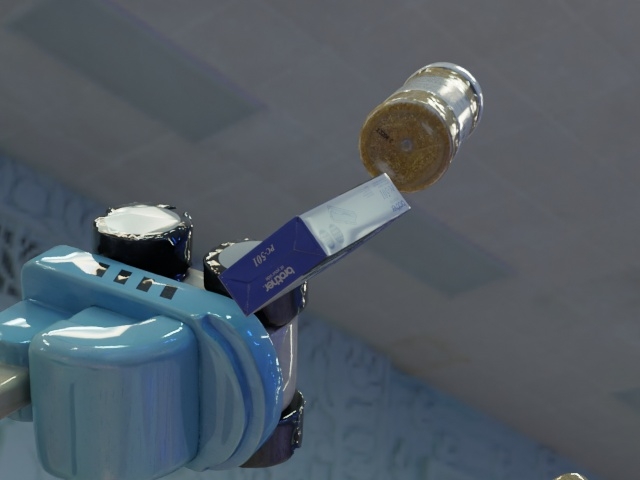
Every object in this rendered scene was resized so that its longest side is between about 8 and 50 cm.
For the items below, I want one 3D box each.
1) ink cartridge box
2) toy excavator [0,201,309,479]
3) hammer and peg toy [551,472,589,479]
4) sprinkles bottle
[{"bbox_3d":[0.000,0.000,1.176,0.097,0.046,0.207,-37,-3,26],"label":"ink cartridge box"},{"bbox_3d":[-0.277,0.133,1.288,0.433,0.445,0.222,16,-63,25],"label":"toy excavator"},{"bbox_3d":[0.136,0.249,0.725,0.361,0.127,0.266,-20,-57,-15],"label":"hammer and peg toy"},{"bbox_3d":[0.141,-0.158,1.773,0.121,0.121,0.355,-2,14,13],"label":"sprinkles bottle"}]
